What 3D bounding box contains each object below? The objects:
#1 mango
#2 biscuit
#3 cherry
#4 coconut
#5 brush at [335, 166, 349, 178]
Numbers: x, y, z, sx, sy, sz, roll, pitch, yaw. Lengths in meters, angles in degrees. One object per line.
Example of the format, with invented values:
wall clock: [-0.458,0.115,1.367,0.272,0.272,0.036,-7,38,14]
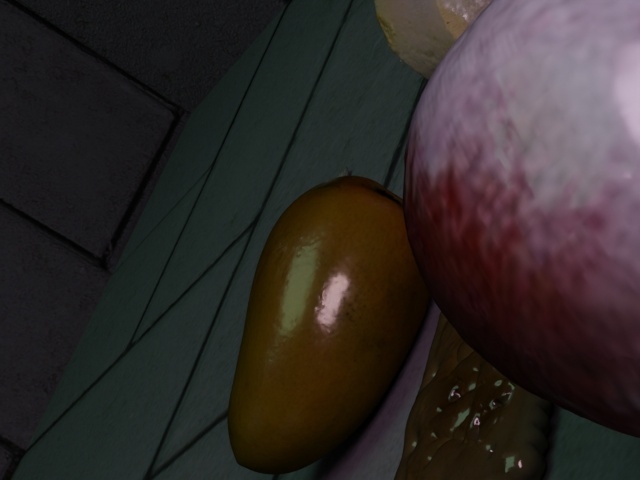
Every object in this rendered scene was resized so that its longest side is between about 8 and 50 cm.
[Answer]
mango: [0.005,0.085,1.754,0.317,0.173,0.211,-68,15,-14]
biscuit: [0.135,0.118,1.475,0.217,0.044,0.325,-43,19,43]
cherry: [0.219,-0.042,1.067,0.326,0.291,0.335,-53,29,-5]
coconut: [0.189,-0.258,1.753,0.239,0.239,0.244,-61,14,-15]
brush: [0.000,0.000,2.299,0.103,0.013,0.272,-51,15,26]
